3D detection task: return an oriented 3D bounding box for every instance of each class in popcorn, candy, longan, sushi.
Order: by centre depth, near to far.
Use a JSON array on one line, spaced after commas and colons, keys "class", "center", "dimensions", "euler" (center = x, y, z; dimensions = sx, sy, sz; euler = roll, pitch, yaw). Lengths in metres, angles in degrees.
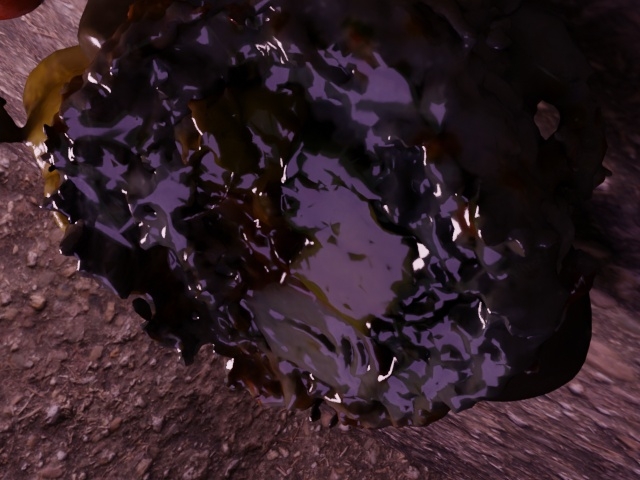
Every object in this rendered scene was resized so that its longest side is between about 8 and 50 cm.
[{"class": "sushi", "center": [0.003, -0.030, 0.624], "dimensions": [0.418, 0.176, 0.417], "euler": [13, 123, 22]}, {"class": "longan", "center": [0.161, 0.057, 0.821], "dimensions": [0.197, 0.196, 0.220], "euler": [20, 166, 46]}, {"class": "candy", "center": [-0.183, -0.195, 0.988], "dimensions": [0.102, 0.104, 0.234], "euler": [18, 157, 36]}, {"class": "popcorn", "center": [-0.292, -0.130, 1.201], "dimensions": [0.316, 0.281, 0.297], "euler": [-103, 4, -72]}]

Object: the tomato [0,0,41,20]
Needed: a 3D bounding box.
[{"class": "tomato", "center": [-0.491, -0.377, 1.161], "dimensions": [0.225, 0.085, 0.225], "euler": [31, 166, 9]}]
